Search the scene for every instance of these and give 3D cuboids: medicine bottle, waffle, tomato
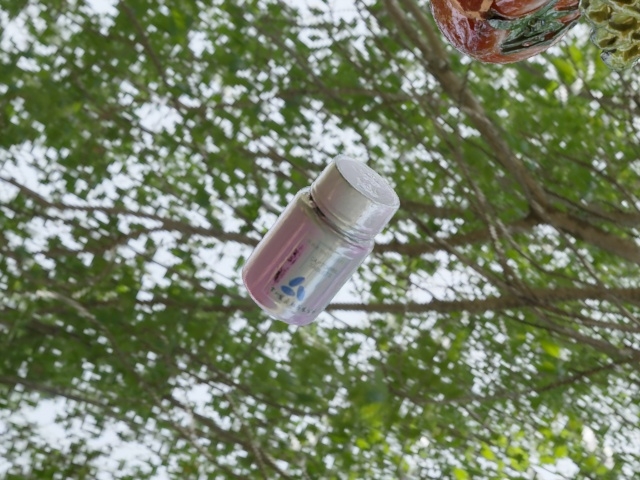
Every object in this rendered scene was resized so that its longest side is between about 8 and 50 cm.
[{"bbox_3d":[0.000,0.000,1.601,0.254,0.152,0.152,-50,-137,23],"label":"medicine bottle"},{"bbox_3d":[0.388,-0.256,1.081,0.223,0.204,0.054,1,-115,19],"label":"waffle"},{"bbox_3d":[0.285,-0.391,1.543,0.255,0.255,0.225,-37,-114,20],"label":"tomato"}]
